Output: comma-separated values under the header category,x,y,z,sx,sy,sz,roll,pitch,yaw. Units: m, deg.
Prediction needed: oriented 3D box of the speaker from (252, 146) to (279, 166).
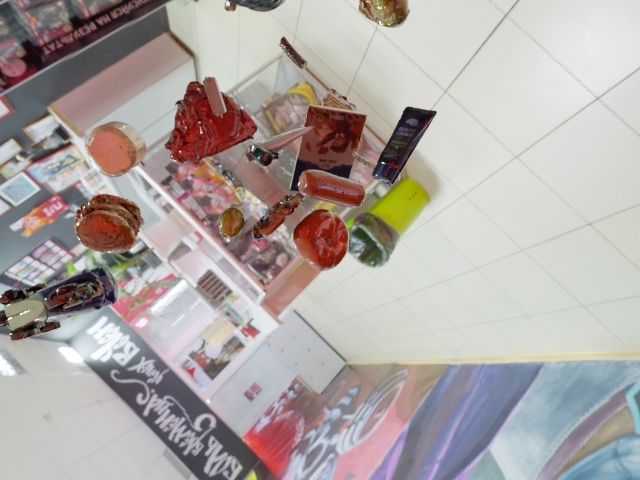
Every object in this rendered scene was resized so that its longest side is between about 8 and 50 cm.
category,x,y,z,sx,sy,sz,roll,pitch,yaw
speaker,-0.203,-0.323,1.547,0.075,0.094,0.060,40,155,46

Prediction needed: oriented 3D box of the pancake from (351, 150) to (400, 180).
category,x,y,z,sx,sy,sz,roll,pitch,yaw
pancake,0.243,-0.285,1.596,0.212,0.056,0.257,16,-161,-40

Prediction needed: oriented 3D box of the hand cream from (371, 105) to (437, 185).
category,x,y,z,sx,sy,sz,roll,pitch,yaw
hand cream,0.262,-0.308,1.317,0.120,0.271,0.061,26,174,40

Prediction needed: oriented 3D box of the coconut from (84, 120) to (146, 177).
category,x,y,z,sx,sy,sz,roll,pitch,yaw
coconut,-0.455,-0.206,0.917,0.116,0.116,0.122,54,-177,-22

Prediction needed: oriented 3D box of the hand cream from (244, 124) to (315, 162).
category,x,y,z,sx,sy,sz,roll,pitch,yaw
hand cream,-0.173,-0.402,1.667,0.124,0.340,0.078,8,128,49

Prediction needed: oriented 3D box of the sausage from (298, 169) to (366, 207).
category,x,y,z,sx,sy,sz,roll,pitch,yaw
sausage,0.036,-0.135,1.097,0.197,0.076,0.076,13,172,-25

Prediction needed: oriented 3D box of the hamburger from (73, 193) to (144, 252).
category,x,y,z,sx,sy,sz,roll,pitch,yaw
hamburger,-0.887,-0.068,1.703,0.261,0.245,0.211,57,-170,-39

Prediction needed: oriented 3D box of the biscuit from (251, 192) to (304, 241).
category,x,y,z,sx,sy,sz,roll,pitch,yaw
biscuit,-0.192,-0.111,1.777,0.081,0.289,0.334,49,-177,-9

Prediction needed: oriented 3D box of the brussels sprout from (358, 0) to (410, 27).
category,x,y,z,sx,sy,sz,roll,pitch,yaw
brussels sprout,0.232,-0.831,1.456,0.183,0.145,0.131,37,149,15

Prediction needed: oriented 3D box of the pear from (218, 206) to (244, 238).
category,x,y,z,sx,sy,sz,roll,pitch,yaw
pear,-0.351,-0.070,1.621,0.107,0.131,0.107,11,153,6

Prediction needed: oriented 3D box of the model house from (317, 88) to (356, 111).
category,x,y,z,sx,sy,sz,roll,pitch,yaw
model house,0.081,-0.694,2.254,0.196,0.254,0.160,34,121,-15

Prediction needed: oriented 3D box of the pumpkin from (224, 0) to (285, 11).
category,x,y,z,sx,sy,sz,roll,pitch,yaw
pumpkin,-0.195,-0.681,1.033,0.250,0.250,0.216,41,128,10

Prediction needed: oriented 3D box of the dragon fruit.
category,x,y,z,sx,sy,sz,roll,pitch,yaw
dragon fruit,-0.460,-0.467,1.628,0.286,0.329,0.228,20,141,31

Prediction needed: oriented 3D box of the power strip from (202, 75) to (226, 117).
category,x,y,z,sx,sy,sz,roll,pitch,yaw
power strip,-0.218,-0.295,0.846,0.017,0.027,0.083,-71,-33,-70

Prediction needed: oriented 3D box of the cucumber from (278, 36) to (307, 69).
category,x,y,z,sx,sy,sz,roll,pitch,yaw
cucumber,-0.142,-0.963,2.119,0.187,0.058,0.058,49,159,2

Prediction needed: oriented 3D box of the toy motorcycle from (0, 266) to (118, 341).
category,x,y,z,sx,sy,sz,roll,pitch,yaw
toy motorcycle,-0.605,0.142,0.952,0.331,0.196,0.125,-19,90,26

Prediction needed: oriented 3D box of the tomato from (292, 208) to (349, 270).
category,x,y,z,sx,sy,sz,roll,pitch,yaw
tomato,0.003,-0.003,1.727,0.180,0.260,0.260,6,137,53

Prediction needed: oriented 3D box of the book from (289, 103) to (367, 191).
category,x,y,z,sx,sy,sz,roll,pitch,yaw
book,0.032,-0.420,1.972,0.039,0.299,0.428,-118,36,-50
